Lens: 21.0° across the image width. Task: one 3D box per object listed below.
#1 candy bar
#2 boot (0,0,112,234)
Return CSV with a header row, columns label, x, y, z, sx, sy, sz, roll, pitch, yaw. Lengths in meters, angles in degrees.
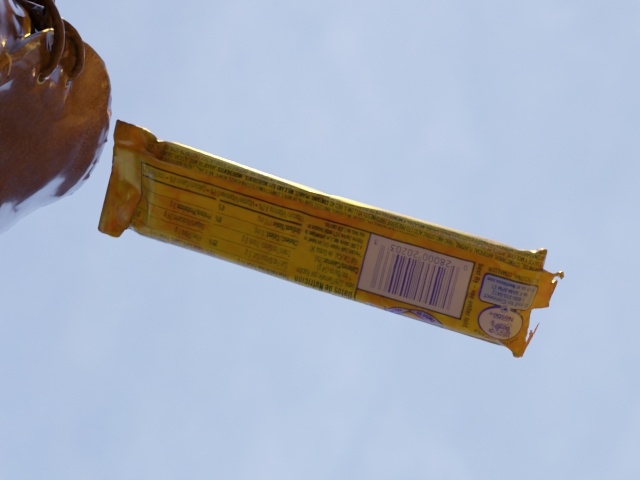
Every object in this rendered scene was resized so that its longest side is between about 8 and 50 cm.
label,x,y,z,sx,sy,sz,roll,pitch,yaw
candy bar,0.000,0.000,0.575,0.018,0.162,0.040,-26,-49,-73
boot,-0.130,-0.076,0.582,0.115,0.112,0.305,-23,-18,-22
